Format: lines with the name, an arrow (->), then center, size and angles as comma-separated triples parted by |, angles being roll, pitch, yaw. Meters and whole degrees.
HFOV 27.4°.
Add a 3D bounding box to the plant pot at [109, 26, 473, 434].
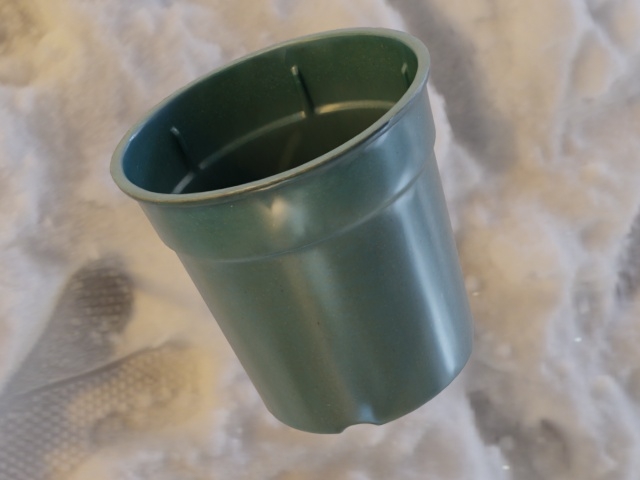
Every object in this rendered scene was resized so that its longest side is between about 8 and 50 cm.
plant pot -> 0.000, 0.000, 1.396 | 0.341, 0.341, 0.334 | -38, 123, -27
